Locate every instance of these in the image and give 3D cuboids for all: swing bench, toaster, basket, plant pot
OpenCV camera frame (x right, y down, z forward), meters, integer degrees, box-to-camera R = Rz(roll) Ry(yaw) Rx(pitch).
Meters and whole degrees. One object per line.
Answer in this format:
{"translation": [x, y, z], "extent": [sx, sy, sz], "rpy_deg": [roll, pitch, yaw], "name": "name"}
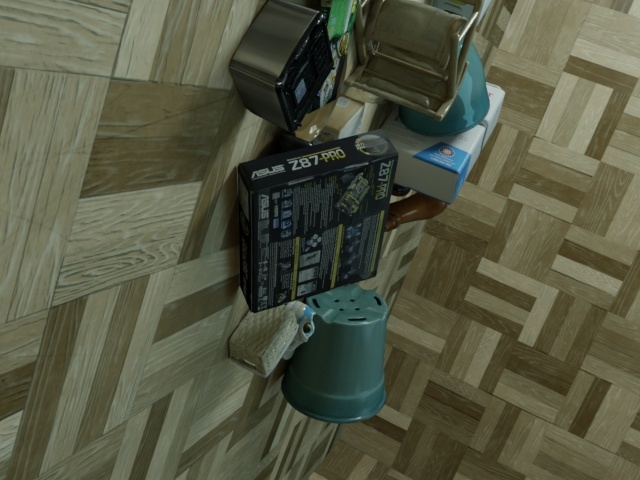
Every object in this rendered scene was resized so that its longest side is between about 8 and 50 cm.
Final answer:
{"translation": [0.207, -0.445, 1.670], "extent": [0.165, 0.253, 0.254], "rpy_deg": [-56, 162, -32], "name": "swing bench"}
{"translation": [-0.061, -0.304, 1.259], "extent": [0.168, 0.110, 0.185], "rpy_deg": [-62, 165, -14], "name": "toaster"}
{"translation": [-0.142, 0.232, 1.805], "extent": [0.167, 0.113, 0.103], "rpy_deg": [-56, 158, -32], "name": "basket"}
{"translation": [0.348, -0.484, 2.107], "extent": [0.271, 0.272, 0.255], "rpy_deg": [-56, 148, -32], "name": "plant pot"}
{"translation": [0.063, 0.333, 2.284], "extent": [0.341, 0.341, 0.334], "rpy_deg": [-41, 144, -57], "name": "plant pot"}
{"translation": [-0.009, -0.321, 1.557], "extent": [0.236, 0.032, 0.236], "rpy_deg": [-56, 162, -29], "name": "plant pot"}

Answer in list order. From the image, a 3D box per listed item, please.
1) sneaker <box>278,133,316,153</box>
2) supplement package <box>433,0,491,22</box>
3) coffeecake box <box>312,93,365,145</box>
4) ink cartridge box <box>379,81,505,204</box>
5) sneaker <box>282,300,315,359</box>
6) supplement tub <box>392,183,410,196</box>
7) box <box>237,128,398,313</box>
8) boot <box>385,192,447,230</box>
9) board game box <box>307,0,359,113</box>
{"translation": [-0.038, -0.116, 1.598], "extent": [0.146, 0.122, 0.330], "rpy_deg": [-64, 164, -12], "name": "sneaker"}
{"translation": [0.445, -0.800, 2.130], "extent": [0.204, 0.145, 0.262], "rpy_deg": [-58, 163, -25], "name": "supplement package"}
{"translation": [0.037, -0.235, 1.770], "extent": [0.142, 0.068, 0.185], "rpy_deg": [-52, 160, -42], "name": "coffeecake box"}
{"translation": [0.370, -0.343, 2.299], "extent": [0.395, 0.285, 0.166], "rpy_deg": [-56, 161, -31], "name": "ink cartridge box"}
{"translation": [-0.075, 0.273, 2.122], "extent": [0.087, 0.092, 0.228], "rpy_deg": [-52, 161, -45], "name": "sneaker"}
{"translation": [0.269, -0.239, 2.445], "extent": [0.117, 0.117, 0.190], "rpy_deg": [-57, 162, -29], "name": "supplement tub"}
{"translation": [-0.013, -0.030, 1.553], "extent": [0.318, 0.097, 0.395], "rpy_deg": [-15, 141, -16], "name": "box"}
{"translation": [0.268, -0.092, 2.448], "extent": [0.220, 0.283, 0.109], "rpy_deg": [-27, 107, -53], "name": "boot"}
{"translation": [0.021, -0.389, 1.444], "extent": [0.136, 0.030, 0.259], "rpy_deg": [-37, 147, -54], "name": "board game box"}
